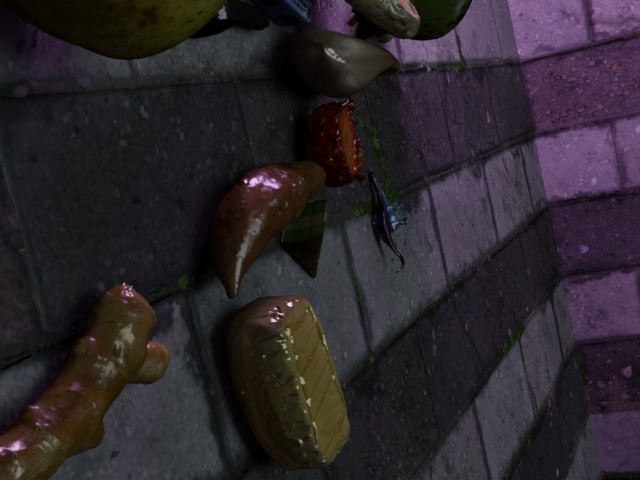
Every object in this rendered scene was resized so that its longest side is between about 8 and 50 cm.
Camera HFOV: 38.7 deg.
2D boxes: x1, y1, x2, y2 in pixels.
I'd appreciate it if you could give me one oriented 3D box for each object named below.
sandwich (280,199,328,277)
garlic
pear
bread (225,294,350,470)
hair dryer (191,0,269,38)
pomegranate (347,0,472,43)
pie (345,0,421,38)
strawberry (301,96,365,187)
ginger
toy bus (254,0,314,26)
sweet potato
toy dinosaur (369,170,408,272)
[{"bbox_3d":[0.000,0.000,1.391,0.116,0.074,0.074,48,41,-48],"label":"sandwich"},{"bbox_3d":[0.036,-0.295,1.508,0.318,0.143,0.112,-31,130,-62],"label":"garlic"},{"bbox_3d":[-0.193,-0.324,0.875,0.304,0.303,0.304,34,52,-57],"label":"pear"},{"bbox_3d":[-0.046,0.188,1.191,0.140,0.106,0.236,-48,124,-60],"label":"bread"},{"bbox_3d":[-0.122,-0.340,1.280,0.248,0.070,0.114,-17,96,-68],"label":"hair dryer"},{"bbox_3d":[0.160,-0.505,1.775,0.305,0.242,0.243,-20,100,-38],"label":"pomegranate"},{"bbox_3d":[0.040,-0.455,1.517,0.339,0.077,0.339,40,21,-19],"label":"pie"},{"bbox_3d":[0.020,-0.155,1.475,0.145,0.086,0.145,27,59,-59],"label":"strawberry"},{"bbox_3d":[-0.237,0.149,0.862,0.118,0.065,0.299,67,31,-18],"label":"ginger"},{"bbox_3d":[-0.069,-0.391,1.392,0.167,0.073,0.076,26,69,-62],"label":"toy bus"},{"bbox_3d":[-0.073,-0.052,1.238,0.106,0.095,0.355,66,27,-18],"label":"sweet potato"},{"bbox_3d":[0.128,-0.036,1.709,0.080,0.045,0.198,-5,78,-52],"label":"toy dinosaur"}]
